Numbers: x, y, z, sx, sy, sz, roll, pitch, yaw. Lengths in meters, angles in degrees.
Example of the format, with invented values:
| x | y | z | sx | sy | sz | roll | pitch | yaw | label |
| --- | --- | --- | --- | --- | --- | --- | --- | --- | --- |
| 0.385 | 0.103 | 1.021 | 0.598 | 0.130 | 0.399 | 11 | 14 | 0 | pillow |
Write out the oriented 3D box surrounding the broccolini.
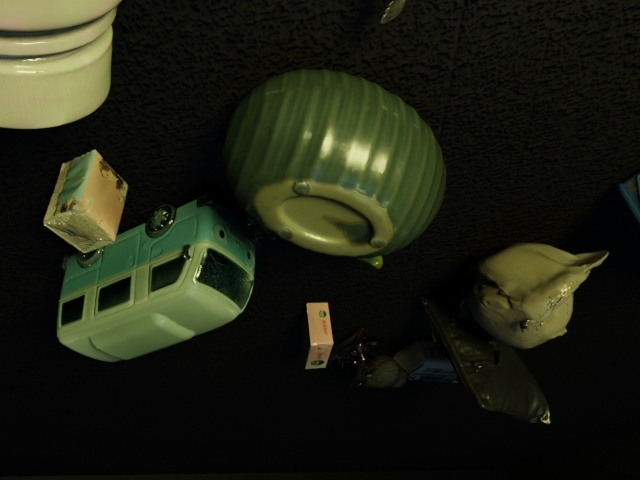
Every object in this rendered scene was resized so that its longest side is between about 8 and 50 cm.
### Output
| x | y | z | sx | sy | sz | roll | pitch | yaw | label |
| --- | --- | --- | --- | --- | --- | --- | --- | --- | --- |
| 0.001 | -0.002 | 0.672 | 0.216 | 0.067 | 0.058 | 25 | 177 | -19 | broccolini |

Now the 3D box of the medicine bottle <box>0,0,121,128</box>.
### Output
| x | y | z | sx | sy | sz | roll | pitch | yaw | label |
| --- | --- | --- | --- | --- | --- | --- | --- | --- | --- |
| -0.194 | -0.216 | 0.272 | 0.169 | 0.170 | 0.293 | 7 | 142 | -19 | medicine bottle |

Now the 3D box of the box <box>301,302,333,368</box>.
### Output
| x | y | z | sx | sy | sz | roll | pitch | yaw | label |
| --- | --- | --- | --- | --- | --- | --- | --- | --- | --- |
| -0.008 | 0.188 | 0.945 | 0.043 | 0.089 | 0.125 | -1 | 146 | -9 | box |

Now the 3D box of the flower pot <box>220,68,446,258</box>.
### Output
| x | y | z | sx | sy | sz | roll | pitch | yaw | label |
| --- | --- | --- | --- | --- | --- | --- | --- | --- | --- |
| 0.016 | -0.075 | 0.513 | 0.242 | 0.157 | 0.189 | 18 | 142 | -10 | flower pot |

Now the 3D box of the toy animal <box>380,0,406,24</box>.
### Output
| x | y | z | sx | sy | sz | roll | pitch | yaw | label |
| --- | --- | --- | --- | --- | --- | --- | --- | --- | --- |
| 0.061 | -0.232 | 0.413 | 0.028 | 0.050 | 0.084 | 5 | 116 | 24 | toy animal |

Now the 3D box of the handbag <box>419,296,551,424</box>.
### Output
| x | y | z | sx | sy | sz | roll | pitch | yaw | label |
| --- | --- | --- | --- | --- | --- | --- | --- | --- | --- |
| 0.305 | 0.219 | 0.909 | 0.210 | 0.254 | 0.089 | 21 | 121 | -31 | handbag |

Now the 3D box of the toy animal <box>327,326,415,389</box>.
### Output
| x | y | z | sx | sy | sz | roll | pitch | yaw | label |
| --- | --- | --- | --- | --- | --- | --- | --- | --- | --- |
| 0.126 | 0.290 | 1.052 | 0.210 | 0.117 | 0.121 | 35 | 124 | -19 | toy animal |

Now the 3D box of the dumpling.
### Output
| x | y | z | sx | sy | sz | roll | pitch | yaw | label |
| --- | --- | --- | --- | --- | --- | --- | --- | --- | --- |
| 0.329 | 0.066 | 0.793 | 0.163 | 0.205 | 0.293 | 31 | 172 | 6 | dumpling |

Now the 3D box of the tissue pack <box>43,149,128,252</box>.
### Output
| x | y | z | sx | sy | sz | roll | pitch | yaw | label |
| --- | --- | --- | --- | --- | --- | --- | --- | --- | --- |
| -0.273 | -0.044 | 0.566 | 0.058 | 0.095 | 0.074 | -15 | 143 | 13 | tissue pack |

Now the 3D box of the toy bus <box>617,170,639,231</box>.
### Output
| x | y | z | sx | sy | sz | roll | pitch | yaw | label |
| --- | --- | --- | --- | --- | --- | --- | --- | --- | --- |
| 0.594 | -0.043 | 0.679 | 0.287 | 0.138 | 0.175 | 13 | 139 | -26 | toy bus |

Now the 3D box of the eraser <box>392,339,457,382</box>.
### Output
| x | y | z | sx | sy | sz | roll | pitch | yaw | label |
| --- | --- | --- | --- | --- | --- | --- | --- | --- | --- |
| 0.296 | 0.298 | 1.170 | 0.209 | 0.068 | 0.124 | 12 | 140 | -26 | eraser |

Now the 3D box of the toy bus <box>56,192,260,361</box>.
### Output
| x | y | z | sx | sy | sz | roll | pitch | yaw | label |
| --- | --- | --- | --- | --- | --- | --- | --- | --- | --- |
| -0.222 | 0.063 | 0.664 | 0.271 | 0.165 | 0.133 | -21 | 142 | 19 | toy bus |
